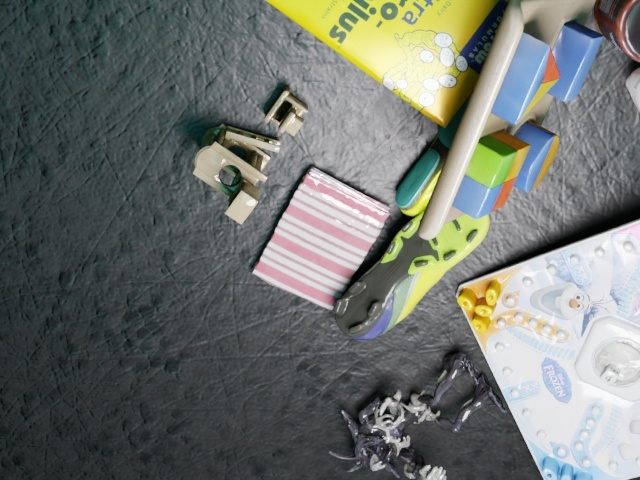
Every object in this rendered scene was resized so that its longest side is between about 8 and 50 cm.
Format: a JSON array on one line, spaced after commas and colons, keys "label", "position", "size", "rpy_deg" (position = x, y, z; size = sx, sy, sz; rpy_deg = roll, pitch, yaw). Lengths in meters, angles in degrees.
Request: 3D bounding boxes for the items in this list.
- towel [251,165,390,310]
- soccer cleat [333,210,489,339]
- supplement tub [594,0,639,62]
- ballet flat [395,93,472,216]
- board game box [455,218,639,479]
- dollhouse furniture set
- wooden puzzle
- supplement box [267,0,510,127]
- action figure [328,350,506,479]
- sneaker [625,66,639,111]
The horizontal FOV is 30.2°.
[{"label": "towel", "position": [0.000, 0.000, 1.807], "size": [0.144, 0.029, 0.197], "rpy_deg": [27, 109, -9]}, {"label": "soccer cleat", "position": [0.141, 0.042, 1.784], "size": [0.289, 0.121, 0.093], "rpy_deg": [-43, 69, 17]}, {"label": "supplement tub", "position": [0.432, -0.306, 1.608], "size": [0.106, 0.198, 0.106], "rpy_deg": [0, 110, -1]}, {"label": "ballet flat", "position": [0.197, -0.128, 1.744], "size": [0.077, 0.077, 0.231], "rpy_deg": [22, 112, -30]}, {"label": "board game box", "position": [0.449, 0.184, 1.780], "size": [0.390, 0.050, 0.390], "rpy_deg": [-22, 101, 24]}, {"label": "dollhouse furniture set", "position": [-0.102, -0.140, 1.673], "size": [0.101, 0.182, 0.161], "rpy_deg": [34, 106, -11]}, {"label": "wooden puzzle", "position": [0.270, -0.169, 1.562], "size": [0.080, 0.348, 0.322], "rpy_deg": [29, 117, 18]}, {"label": "supplement box", "position": [0.076, -0.346, 1.595], "size": [0.356, 0.195, 0.194], "rpy_deg": [34, 106, -12]}, {"label": "action figure", "position": [0.141, 0.293, 1.850], "size": [0.275, 0.141, 0.164], "rpy_deg": [-37, 107, 8]}, {"label": "sneaker", "position": [0.549, -0.155, 1.712], "size": [0.111, 0.129, 0.297], "rpy_deg": [-41, 123, 11]}]
